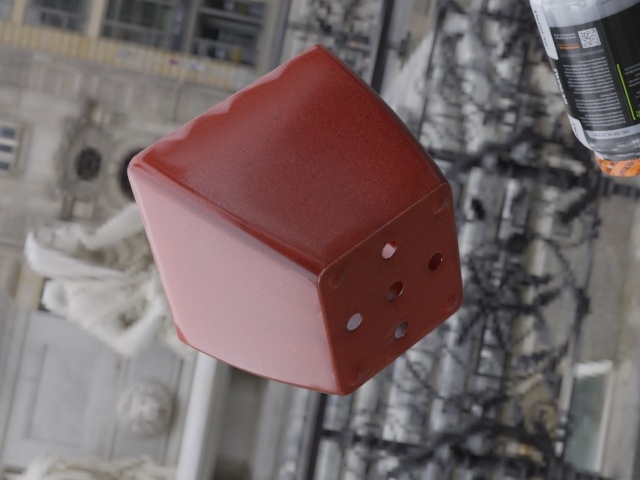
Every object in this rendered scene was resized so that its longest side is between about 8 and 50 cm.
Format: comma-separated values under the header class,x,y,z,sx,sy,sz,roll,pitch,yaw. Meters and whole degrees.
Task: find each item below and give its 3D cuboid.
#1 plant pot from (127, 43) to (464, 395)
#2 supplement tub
class,x,y,z,sx,sy,sz,roll,pitch,yaw
plant pot,0.000,0.000,1.461,0.236,0.267,0.267,33,147,39
supplement tub,0.270,-0.161,1.275,0.117,0.117,0.190,-92,-19,-65
